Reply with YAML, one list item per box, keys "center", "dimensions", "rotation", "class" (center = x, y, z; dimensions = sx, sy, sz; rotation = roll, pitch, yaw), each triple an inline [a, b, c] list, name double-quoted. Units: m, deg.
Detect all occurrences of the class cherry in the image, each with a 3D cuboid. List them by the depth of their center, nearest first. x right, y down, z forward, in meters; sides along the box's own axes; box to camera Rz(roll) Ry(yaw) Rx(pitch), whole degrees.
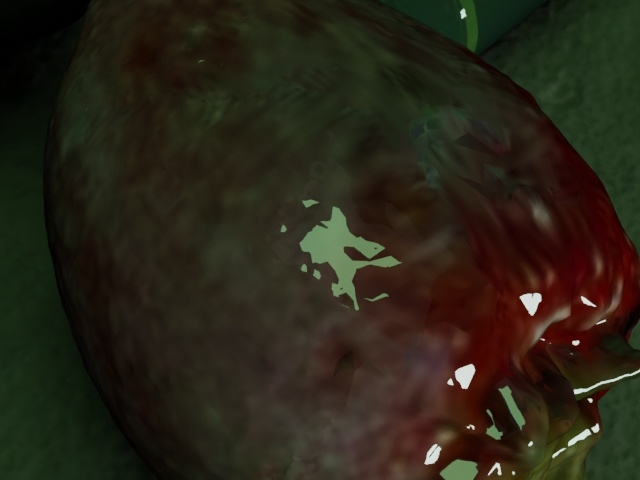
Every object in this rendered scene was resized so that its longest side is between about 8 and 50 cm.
- center: [0.000, 0.000, 0.503]
  dimensions: [0.192, 0.175, 0.250]
  rotation: [-34, 82, -30]
  class: "cherry"

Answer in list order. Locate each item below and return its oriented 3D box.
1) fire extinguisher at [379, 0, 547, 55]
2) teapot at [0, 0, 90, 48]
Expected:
- center: [0.103, -0.167, 0.658]
  dimensions: [0.294, 0.093, 0.118]
  rotation: [-39, 37, -24]
  class: "fire extinguisher"
- center: [-0.242, -0.112, 0.493]
  dimensions: [0.344, 0.253, 0.300]
  rotation: [-34, 52, -15]
  class: "teapot"
